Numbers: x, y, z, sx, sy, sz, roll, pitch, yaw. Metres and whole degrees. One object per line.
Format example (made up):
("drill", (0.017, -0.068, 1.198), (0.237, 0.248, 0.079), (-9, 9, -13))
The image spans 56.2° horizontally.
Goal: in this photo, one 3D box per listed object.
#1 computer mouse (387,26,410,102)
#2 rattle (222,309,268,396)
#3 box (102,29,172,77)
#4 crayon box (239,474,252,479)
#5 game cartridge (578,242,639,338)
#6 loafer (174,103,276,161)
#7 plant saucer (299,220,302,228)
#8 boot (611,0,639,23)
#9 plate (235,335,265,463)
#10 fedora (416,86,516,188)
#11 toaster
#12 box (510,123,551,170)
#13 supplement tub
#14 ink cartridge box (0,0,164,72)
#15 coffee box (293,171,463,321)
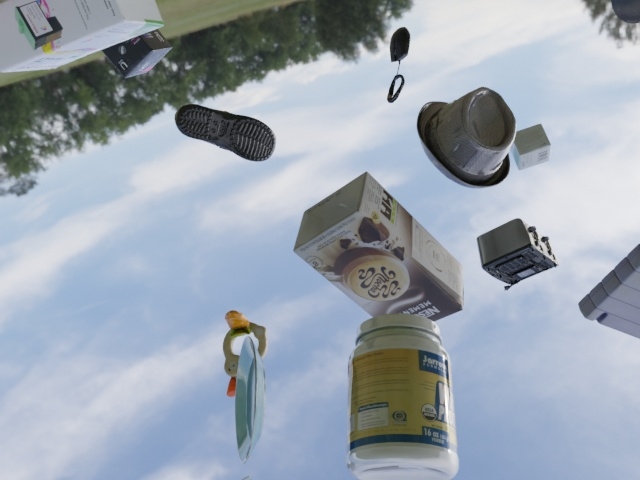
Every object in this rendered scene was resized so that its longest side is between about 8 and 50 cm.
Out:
("computer mouse", (0.211, -0.502, 1.696), (0.071, 0.041, 0.242), (-13, -118, 49))
("rattle", (-0.213, 0.298, 1.540), (0.130, 0.143, 0.200), (21, -107, 3))
("box", (-0.637, -0.677, 1.918), (0.143, 0.270, 0.165), (-35, -169, 21))
("crayon box", (-0.295, 0.647, 1.287), (0.313, 0.106, 0.363), (-32, 165, -6))
("game cartridge", (0.745, 0.122, 1.231), (0.354, 0.230, 0.068), (21, -149, -16))
("loafer", (-0.183, -0.217, 1.158), (0.220, 0.080, 0.078), (18, -170, -38))
("plant saucer", (0.000, 0.000, 1.293), (0.119, 0.120, 0.021), (-1, -155, 34))
("boot", (0.537, -0.520, 0.982), (0.112, 0.306, 0.115), (4, -155, 19))
("plate", (-0.106, 0.241, 0.917), (0.024, 0.188, 0.188), (4, -162, -15))
("fedora", (0.342, -0.247, 1.319), (0.124, 0.243, 0.276), (-54, -173, 50))
("toaster", (0.537, 0.038, 1.657), (0.185, 0.168, 0.110), (-31, -131, 35))
("box", (0.652, -0.291, 1.867), (0.101, 0.101, 0.087), (-18, -116, 10))
("supplement tub", (0.108, 0.215, 0.811), (0.144, 0.144, 0.200), (-9, -125, 17))
("ink cartridge box", (-0.481, -0.430, 1.170), (0.278, 0.117, 0.201), (-16, -165, 12))
("coffee box", (0.117, 0.036, 1.134), (0.168, 0.297, 0.119), (-31, -150, 35))
